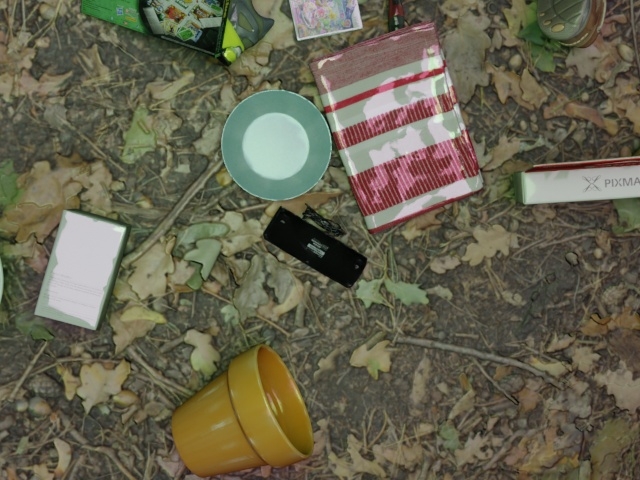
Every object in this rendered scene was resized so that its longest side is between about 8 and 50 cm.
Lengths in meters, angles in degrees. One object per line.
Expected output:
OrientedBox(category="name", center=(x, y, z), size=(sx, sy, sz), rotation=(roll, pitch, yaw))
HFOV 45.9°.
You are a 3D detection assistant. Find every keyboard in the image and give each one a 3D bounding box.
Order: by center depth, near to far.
OrientedBox(category="keyboard", center=(0.000, 0.000, 1.367), size=(0.192, 0.038, 0.100), rotation=(31, 111, -10))

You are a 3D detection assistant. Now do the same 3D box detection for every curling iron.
OrientedBox(category="curling iron", center=(0.123, -0.400, 1.362), size=(0.068, 0.035, 0.273), rotation=(-10, 99, 13))

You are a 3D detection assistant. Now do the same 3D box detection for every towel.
OrientedBox(category="towel", center=(0.142, -0.201, 1.354), size=(0.237, 0.037, 0.328), rotation=(-21, 102, -6))

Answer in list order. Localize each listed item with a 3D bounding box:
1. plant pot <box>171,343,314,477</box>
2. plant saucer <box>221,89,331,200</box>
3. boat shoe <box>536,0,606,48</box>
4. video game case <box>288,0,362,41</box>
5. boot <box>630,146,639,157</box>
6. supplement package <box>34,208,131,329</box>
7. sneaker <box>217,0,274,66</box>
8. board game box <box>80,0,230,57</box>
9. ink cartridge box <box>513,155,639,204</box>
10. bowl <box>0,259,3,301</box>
OrientedBox(category="plant pot", center=(-0.140, 0.307, 1.282), size=(0.188, 0.205, 0.205), rotation=(-26, 96, 9))
OrientedBox(category="plant saucer", center=(-0.079, -0.167, 1.339), size=(0.195, 0.037, 0.194), rotation=(0, 92, -9))
OrientedBox(category="boat shoe", center=(0.468, -0.501, 1.377), size=(0.116, 0.123, 0.324), rotation=(18, 80, -42))
OrientedBox(category="video game case", center=(0.008, -0.411, 1.353), size=(0.122, 0.011, 0.087), rotation=(-13, 94, -8))
OrientedBox(category="boot", center=(0.705, -0.063, 1.437), size=(0.115, 0.112, 0.305), rotation=(-43, 91, 12))
OrientedBox(category="supplement package", center=(-0.395, 0.045, 1.268), size=(0.105, 0.105, 0.179), rotation=(17, 91, -8))
OrientedBox(category="sneaker", center=(-0.189, -0.453, 1.287), size=(0.121, 0.111, 0.299), rotation=(-32, 103, -15))
OrientedBox(category="board game box", center=(-0.271, -0.403, 1.233), size=(0.260, 0.030, 0.136), rotation=(21, 120, 11))
OrientedBox(category="ink cartridge box", center=(0.492, -0.102, 1.278), size=(0.297, 0.261, 0.066), rotation=(-4, 93, 8))
OrientedBox(category="bowl", center=(-0.661, 0.061, 1.202), size=(0.298, 0.134, 0.297), rotation=(-1, 93, -20))
